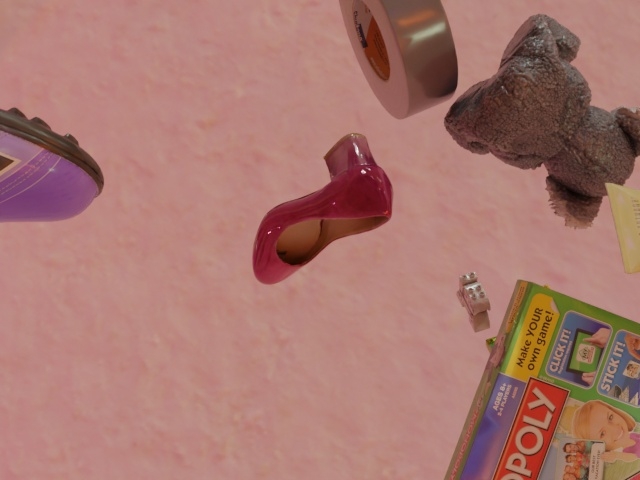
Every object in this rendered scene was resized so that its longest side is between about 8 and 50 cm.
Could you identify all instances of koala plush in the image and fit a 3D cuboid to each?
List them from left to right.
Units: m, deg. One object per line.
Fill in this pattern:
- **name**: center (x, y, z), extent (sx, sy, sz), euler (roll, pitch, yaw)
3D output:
- **koala plush**: center (0.287, -0.130, 1.261), extent (0.196, 0.221, 0.203), euler (-49, 6, 15)

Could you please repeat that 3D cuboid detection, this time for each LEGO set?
- **LEGO set**: center (0.224, 0.107, 1.124), extent (0.087, 0.093, 0.227), euler (-17, 52, -6)

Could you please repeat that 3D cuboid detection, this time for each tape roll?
- **tape roll**: center (0.097, -0.270, 1.357), extent (0.072, 0.219, 0.219), euler (-22, 52, -8)

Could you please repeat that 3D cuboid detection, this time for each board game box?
- **board game box**: center (0.220, 0.219, 0.925), extent (0.046, 0.213, 0.317), euler (-166, 96, -82)

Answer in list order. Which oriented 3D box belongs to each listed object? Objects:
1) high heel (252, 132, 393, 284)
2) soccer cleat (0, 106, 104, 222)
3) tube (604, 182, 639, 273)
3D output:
- **high heel**: center (0.000, 0.000, 1.180), extent (0.244, 0.082, 0.117), euler (-47, 44, 33)
- **soccer cleat**: center (-0.298, -0.032, 0.649), extent (0.318, 0.109, 0.116), euler (8, 65, -5)
- **tube**: center (0.383, -0.004, 1.065), extent (0.070, 0.240, 0.062), euler (50, 127, 50)
